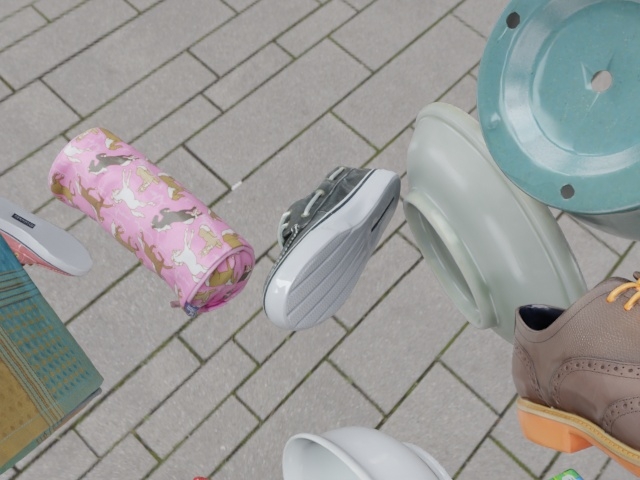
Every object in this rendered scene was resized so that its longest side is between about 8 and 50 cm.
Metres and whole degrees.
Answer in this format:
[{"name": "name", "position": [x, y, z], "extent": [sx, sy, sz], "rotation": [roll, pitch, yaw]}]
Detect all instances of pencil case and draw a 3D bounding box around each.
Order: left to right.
[{"name": "pencil case", "position": [-0.297, -0.034, 1.032], "extent": [0.386, 0.160, 0.167], "rotation": [39, 81, 16]}]

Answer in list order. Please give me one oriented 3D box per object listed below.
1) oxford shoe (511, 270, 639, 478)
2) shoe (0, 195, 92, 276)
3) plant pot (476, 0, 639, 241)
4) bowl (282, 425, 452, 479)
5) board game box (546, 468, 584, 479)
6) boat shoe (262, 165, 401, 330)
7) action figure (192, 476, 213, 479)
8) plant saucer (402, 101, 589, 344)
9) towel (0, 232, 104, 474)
[{"name": "oxford shoe", "position": [0.245, 0.087, 0.423], "extent": [0.130, 0.364, 0.132], "rotation": [-9, 81, -19]}, {"name": "shoe", "position": [-0.411, 0.011, 0.821], "extent": [0.178, 0.081, 0.063], "rotation": [35, 24, -14]}, {"name": "plant pot", "position": [0.269, -0.118, 0.473], "extent": [0.255, 0.271, 0.271], "rotation": [-6, 62, -40]}, {"name": "bowl", "position": [0.088, 0.350, 0.742], "extent": [0.134, 0.298, 0.297], "rotation": [-21, 68, -32]}, {"name": "board game box", "position": [0.105, 0.195, 0.244], "extent": [0.141, 0.048, 0.170], "rotation": [-18, 28, -13]}, {"name": "boat shoe", "position": [0.000, 0.000, 0.810], "extent": [0.119, 0.121, 0.335], "rotation": [13, 36, 24]}, {"name": "action figure", "position": [-0.092, 0.425, 0.785], "extent": [0.139, 0.280, 0.091], "rotation": [39, 76, -24]}, {"name": "plant saucer", "position": [0.209, 0.009, 0.820], "extent": [0.101, 0.400, 0.400], "rotation": [-29, 70, 0]}, {"name": "towel", "position": [-0.341, 0.083, 0.534], "extent": [0.040, 0.370, 0.271], "rotation": [-34, 93, 0]}]
